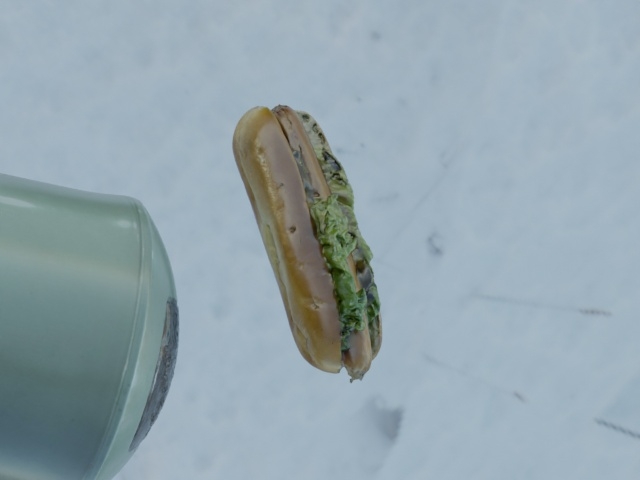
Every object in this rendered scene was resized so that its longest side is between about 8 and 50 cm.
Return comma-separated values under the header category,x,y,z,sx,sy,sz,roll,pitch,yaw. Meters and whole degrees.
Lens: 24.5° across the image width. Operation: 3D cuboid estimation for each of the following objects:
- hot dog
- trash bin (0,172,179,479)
category,x,y,z,sx,sy,sz,roll,pitch,yaw
hot dog,0.000,0.000,1.662,0.100,0.337,0.135,-25,164,28
trash bin,-0.332,0.062,1.222,0.432,0.280,0.280,15,108,-21
